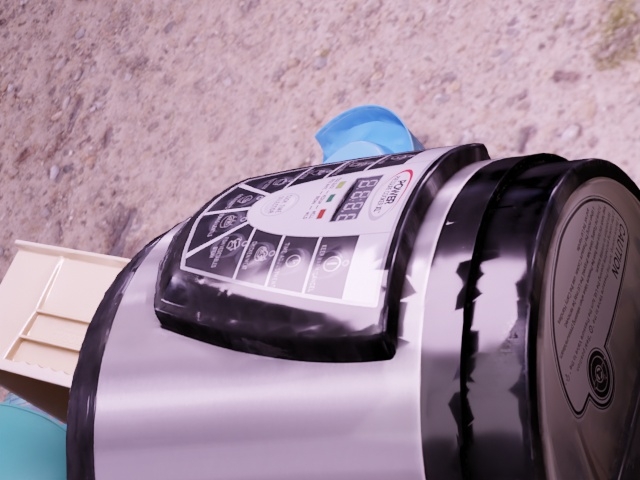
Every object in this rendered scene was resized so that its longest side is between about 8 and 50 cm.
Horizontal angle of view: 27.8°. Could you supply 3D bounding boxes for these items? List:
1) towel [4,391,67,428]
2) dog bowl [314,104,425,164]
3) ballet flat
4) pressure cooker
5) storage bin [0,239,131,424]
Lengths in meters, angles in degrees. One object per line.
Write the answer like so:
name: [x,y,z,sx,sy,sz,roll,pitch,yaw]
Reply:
towel: [-0.225,0.210,1.417,0.370,0.040,0.271,-31,50,31]
dog bowl: [0.000,0.000,1.272,0.297,0.074,0.166,-41,45,22]
ballet flat: [-0.222,0.275,1.277,0.342,0.124,0.116,19,50,28]
pressure cooker: [0.094,0.128,0.873,0.420,0.375,0.370,-8,78,32]
storage bin: [-0.139,0.126,1.170,0.260,0.262,0.123,9,66,36]
